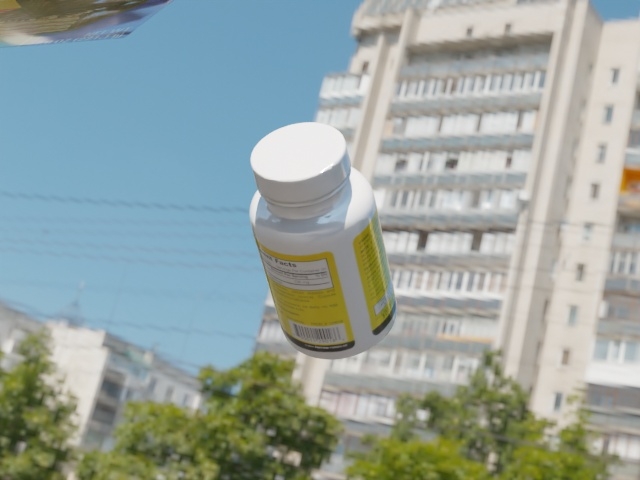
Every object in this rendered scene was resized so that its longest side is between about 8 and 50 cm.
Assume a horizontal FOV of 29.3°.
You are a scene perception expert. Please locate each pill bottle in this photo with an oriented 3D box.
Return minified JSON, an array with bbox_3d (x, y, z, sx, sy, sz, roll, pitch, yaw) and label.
[{"bbox_3d":[0.000,0.000,0.627,0.065,0.065,0.116,6,-46,21],"label":"pill bottle"}]

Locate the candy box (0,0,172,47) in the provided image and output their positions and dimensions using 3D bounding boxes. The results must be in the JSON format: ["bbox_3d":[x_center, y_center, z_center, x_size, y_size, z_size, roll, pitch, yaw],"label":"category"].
[{"bbox_3d":[-0.148,-0.134,0.365,0.268,0.122,0.317,-9,1,-23],"label":"candy box"}]
